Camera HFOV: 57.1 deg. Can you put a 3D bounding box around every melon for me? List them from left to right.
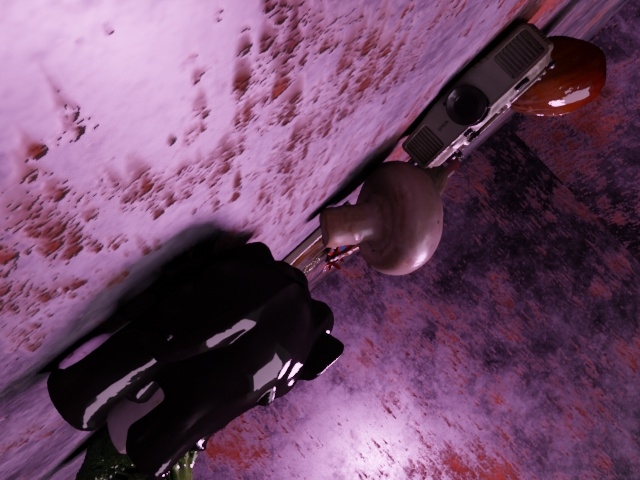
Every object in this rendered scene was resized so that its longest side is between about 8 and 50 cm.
[{"bbox_3d":[0.253,-0.136,1.509,0.167,0.114,0.114,-41,174,-12],"label":"melon"}]

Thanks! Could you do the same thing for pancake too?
[{"bbox_3d":[-0.020,0.061,1.621,0.116,0.022,0.129,-43,175,-20],"label":"pancake"}]

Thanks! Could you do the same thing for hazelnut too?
[{"bbox_3d":[0.504,-0.349,1.290,0.181,0.181,0.212,-62,-177,4],"label":"hazelnut"}]

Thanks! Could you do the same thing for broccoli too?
[{"bbox_3d":[-0.392,0.507,1.337,0.307,0.275,0.308,-14,161,-5],"label":"broccoli"}]

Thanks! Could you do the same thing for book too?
[{"bbox_3d":[0.000,0.000,1.314,0.208,0.020,0.295,-43,175,4],"label":"book"}]

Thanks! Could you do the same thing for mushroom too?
[{"bbox_3d":[-0.267,0.256,1.046,0.270,0.103,0.118,-46,176,-17],"label":"mushroom"},{"bbox_3d":[0.110,-0.047,1.041,0.206,0.209,0.207,-160,-90,-89],"label":"mushroom"}]

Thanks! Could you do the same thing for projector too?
[{"bbox_3d":[0.261,-0.231,0.971,0.269,0.088,0.193,-45,177,31],"label":"projector"}]

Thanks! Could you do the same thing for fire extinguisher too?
[{"bbox_3d":[0.441,-0.260,2.151,0.231,0.071,0.099,-42,-158,-11],"label":"fire extinguisher"}]

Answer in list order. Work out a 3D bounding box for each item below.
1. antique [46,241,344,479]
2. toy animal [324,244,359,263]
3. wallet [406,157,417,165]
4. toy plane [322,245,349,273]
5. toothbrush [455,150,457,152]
[{"bbox_3d":[-0.111,0.128,0.684,0.255,0.185,0.322,-40,171,-3],"label":"antique"},{"bbox_3d":[0.106,-0.029,1.372,0.229,0.066,0.224,-34,175,6],"label":"toy animal"},{"bbox_3d":[0.280,-0.249,1.278,0.119,0.025,0.232,-37,173,-35],"label":"wallet"},{"bbox_3d":[0.061,0.014,1.602,0.189,0.061,0.130,-52,164,-49],"label":"toy plane"},{"bbox_3d":[0.485,-0.362,1.768,0.041,0.041,0.364,-38,173,-34],"label":"toothbrush"}]
